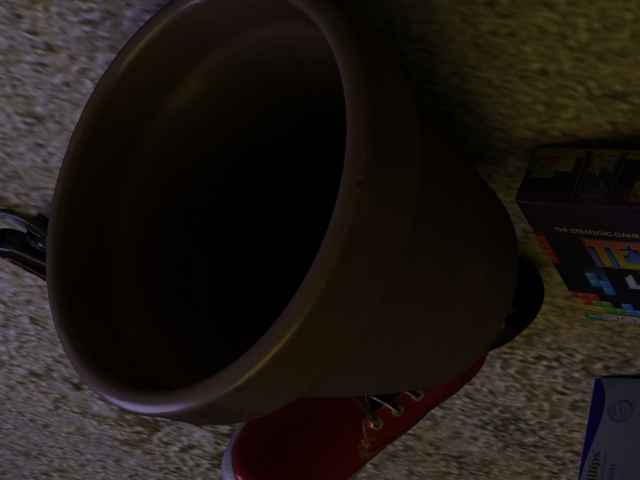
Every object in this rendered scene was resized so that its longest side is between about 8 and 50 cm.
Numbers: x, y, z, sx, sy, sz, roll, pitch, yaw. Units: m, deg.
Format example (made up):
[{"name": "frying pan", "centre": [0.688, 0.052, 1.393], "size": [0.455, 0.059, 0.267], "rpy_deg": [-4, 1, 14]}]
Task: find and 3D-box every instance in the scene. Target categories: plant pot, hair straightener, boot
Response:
[{"name": "plant pot", "centre": [0.000, 0.000, 0.940], "size": [0.263, 0.263, 0.229], "rpy_deg": [-16, 153, 39]}, {"name": "hair straightener", "centre": [-0.178, 0.016, 1.205], "size": [0.230, 0.047, 0.089], "rpy_deg": [35, 142, -20]}, {"name": "boot", "centre": [0.047, 0.094, 1.070], "size": [0.088, 0.244, 0.176], "rpy_deg": [52, 145, 9]}]

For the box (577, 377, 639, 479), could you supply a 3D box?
[{"name": "box", "centre": [0.258, 0.195, 1.205], "size": [0.072, 0.126, 0.137], "rpy_deg": [-3, 143, 28]}]

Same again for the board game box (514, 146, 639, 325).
[{"name": "board game box", "centre": [0.228, 0.003, 0.975], "size": [0.170, 0.048, 0.141], "rpy_deg": [4, 148, 37]}]
